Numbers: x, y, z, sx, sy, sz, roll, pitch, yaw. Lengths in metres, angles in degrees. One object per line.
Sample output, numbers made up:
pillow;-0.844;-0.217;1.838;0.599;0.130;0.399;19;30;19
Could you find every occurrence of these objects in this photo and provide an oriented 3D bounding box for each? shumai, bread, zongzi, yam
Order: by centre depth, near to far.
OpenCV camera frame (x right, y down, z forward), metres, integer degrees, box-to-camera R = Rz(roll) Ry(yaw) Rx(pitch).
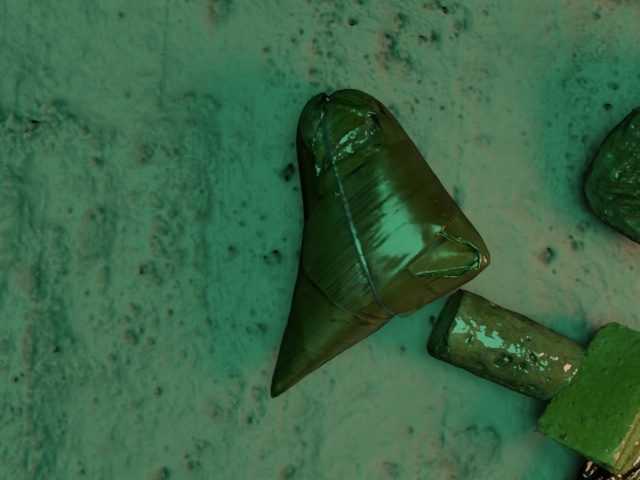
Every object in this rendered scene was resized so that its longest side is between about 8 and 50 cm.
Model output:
bread;0.401;0.217;1.318;0.196;0.138;0.102;-53;125;-11
zongzi;0.000;0.000;1.329;0.360;0.160;0.323;-36;80;9
yam;0.257;0.149;1.345;0.194;0.107;0.107;24;88;-2
shumai;0.519;-0.093;1.353;0.261;0.222;0.225;-37;77;33

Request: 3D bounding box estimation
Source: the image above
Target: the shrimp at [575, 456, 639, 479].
shrimp;0.471;0.324;1.376;0.289;0.075;0.178;-44;93;-16
